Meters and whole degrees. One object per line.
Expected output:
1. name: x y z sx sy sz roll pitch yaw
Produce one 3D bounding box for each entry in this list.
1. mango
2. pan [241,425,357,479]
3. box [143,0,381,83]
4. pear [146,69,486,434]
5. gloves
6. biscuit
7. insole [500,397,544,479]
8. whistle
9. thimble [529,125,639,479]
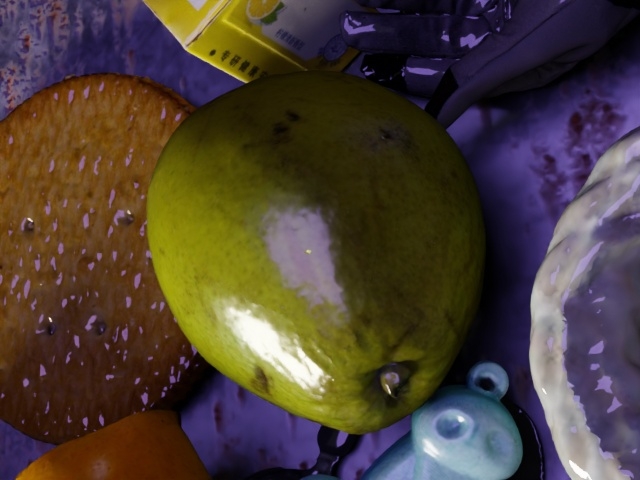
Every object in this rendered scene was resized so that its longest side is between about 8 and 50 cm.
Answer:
1. mango: -0.115 0.257 0.795 0.138 0.187 0.257 -13 63 -20
2. pan: -0.011 0.179 0.855 0.136 0.028 0.235 22 89 31
3. box: -0.094 -0.228 0.914 0.097 0.168 0.265 -48 60 13
4. pear: 0.000 0.000 0.788 0.212 0.212 0.269 -41 39 14
5. gloves: 0.139 -0.159 0.798 0.286 0.119 0.142 -15 54 34
6. biscuit: -0.183 0.013 0.979 0.305 0.038 0.305 -6 77 28
7. insole: 0.093 0.274 0.792 0.119 0.009 0.348 0 79 26
8. whistle: 0.054 0.201 0.771 0.186 0.093 0.273 23 93 2
9. thimble: 0.270 0.052 0.642 0.292 0.195 0.291 -6 77 28
